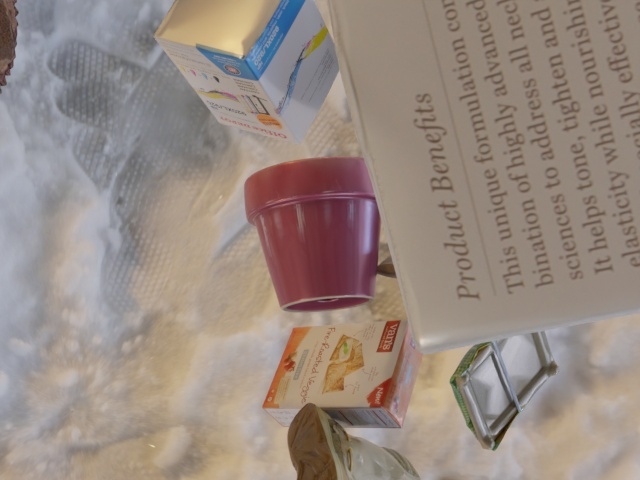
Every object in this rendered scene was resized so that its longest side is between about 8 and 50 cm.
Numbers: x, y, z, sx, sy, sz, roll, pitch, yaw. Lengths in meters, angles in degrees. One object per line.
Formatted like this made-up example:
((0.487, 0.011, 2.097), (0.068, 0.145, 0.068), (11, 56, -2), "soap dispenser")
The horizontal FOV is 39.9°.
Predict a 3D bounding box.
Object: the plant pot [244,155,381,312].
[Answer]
((0.000, 0.000, 1.204), (0.202, 0.201, 0.180), (-2, 78, -16), "plant pot")

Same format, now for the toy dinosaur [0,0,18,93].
((-0.226, -0.164, 0.516), (0.200, 0.127, 0.295), (-16, 114, -41), "toy dinosaur")

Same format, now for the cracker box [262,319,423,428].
((0.037, 0.210, 1.379), (0.067, 0.232, 0.155), (51, 46, -36), "cracker box")

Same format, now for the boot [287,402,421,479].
((0.060, 0.363, 1.248), (0.203, 0.262, 0.095), (32, 108, -24), "boot")

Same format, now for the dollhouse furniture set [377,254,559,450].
((0.210, 0.123, 1.294), (0.198, 0.151, 0.301), (-40, 121, -28), "dollhouse furniture set")

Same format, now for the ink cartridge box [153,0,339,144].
((-0.100, -0.287, 1.341), (0.171, 0.232, 0.168), (19, 73, 27), "ink cartridge box")

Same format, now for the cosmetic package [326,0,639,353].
((0.241, -0.145, 0.597), (0.394, 0.327, 0.329), (-13, 92, 19), "cosmetic package")
